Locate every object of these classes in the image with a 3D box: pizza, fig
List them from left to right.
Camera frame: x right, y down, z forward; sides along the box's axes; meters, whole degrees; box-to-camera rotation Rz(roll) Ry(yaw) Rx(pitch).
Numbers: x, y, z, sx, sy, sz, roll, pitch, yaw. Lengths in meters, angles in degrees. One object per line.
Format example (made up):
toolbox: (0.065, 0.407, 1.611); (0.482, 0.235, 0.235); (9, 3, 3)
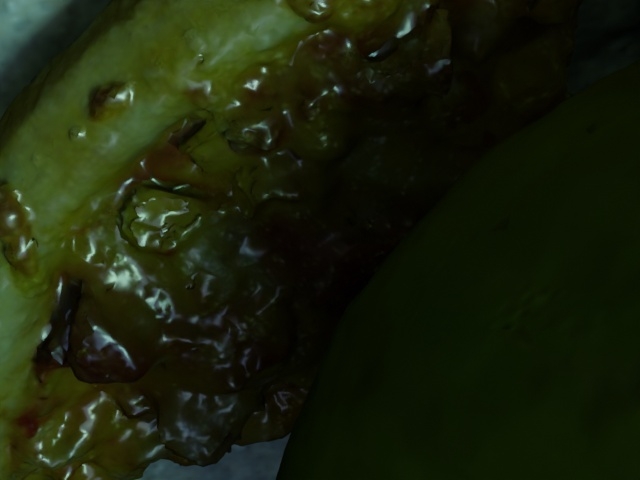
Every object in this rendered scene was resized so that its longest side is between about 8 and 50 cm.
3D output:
pizza: (0.000, 0.000, 0.639); (0.226, 0.086, 0.335); (31, 114, -32)
fig: (0.147, 0.112, 0.504); (0.343, 0.343, 0.343); (-8, 130, -9)
